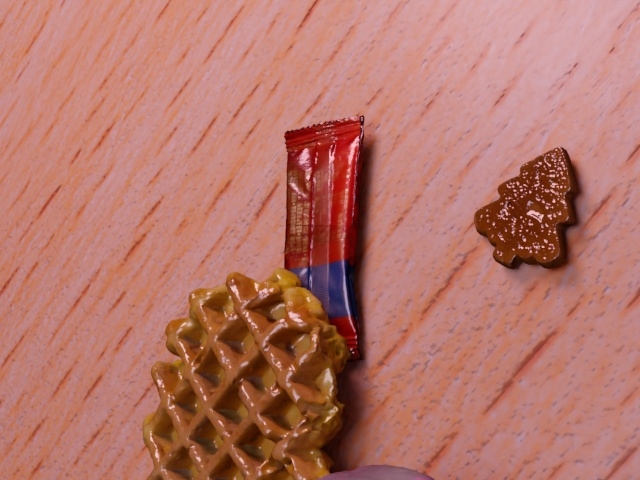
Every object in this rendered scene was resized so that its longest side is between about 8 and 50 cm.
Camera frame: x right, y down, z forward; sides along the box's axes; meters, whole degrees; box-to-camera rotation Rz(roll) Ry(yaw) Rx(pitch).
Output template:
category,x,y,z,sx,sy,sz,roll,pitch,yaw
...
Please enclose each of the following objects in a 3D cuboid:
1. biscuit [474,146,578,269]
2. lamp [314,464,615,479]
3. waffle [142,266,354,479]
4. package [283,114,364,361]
category,x,y,z,sx,sy,sz,roll,pitch,yaw
biscuit,0.149,-0.023,0.713,0.082,0.016,0.092,28,92,46
lamp,0.094,0.219,0.530,0.301,0.247,0.247,12,58,41
waffle,-0.049,0.146,0.780,0.249,0.056,0.253,12,88,42
package,0.000,0.000,0.820,0.083,0.022,0.200,-10,72,38
